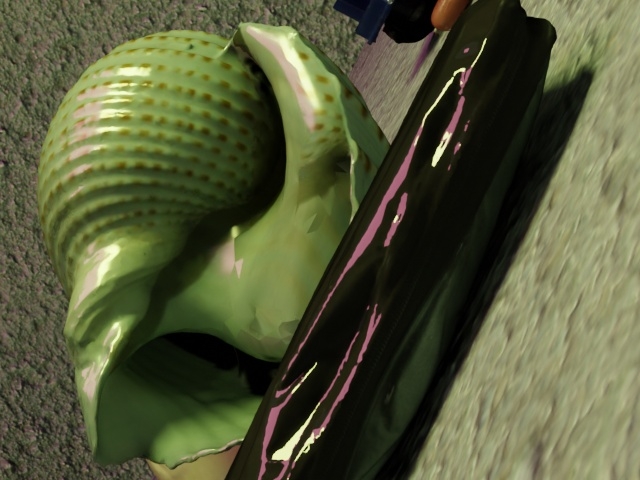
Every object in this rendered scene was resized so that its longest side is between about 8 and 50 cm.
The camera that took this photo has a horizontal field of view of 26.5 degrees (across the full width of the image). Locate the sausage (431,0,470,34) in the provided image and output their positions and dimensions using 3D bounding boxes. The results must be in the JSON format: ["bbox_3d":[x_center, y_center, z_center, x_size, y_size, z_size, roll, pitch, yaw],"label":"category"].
[{"bbox_3d":[0.159,-0.286,1.296,0.223,0.029,0.029,-61,5,35],"label":"sausage"}]

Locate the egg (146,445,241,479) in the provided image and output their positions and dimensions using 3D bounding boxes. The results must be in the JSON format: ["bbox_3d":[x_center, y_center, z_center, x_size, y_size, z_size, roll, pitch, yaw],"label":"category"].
[{"bbox_3d":[-0.097,0.108,1.189,0.286,0.174,0.264,-78,10,-57],"label":"egg"}]

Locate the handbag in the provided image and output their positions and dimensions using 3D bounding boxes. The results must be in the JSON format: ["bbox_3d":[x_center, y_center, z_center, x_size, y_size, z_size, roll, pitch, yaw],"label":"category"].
[{"bbox_3d":[0.030,0.032,0.719,0.191,0.075,0.332,170,124,-85],"label":"handbag"}]

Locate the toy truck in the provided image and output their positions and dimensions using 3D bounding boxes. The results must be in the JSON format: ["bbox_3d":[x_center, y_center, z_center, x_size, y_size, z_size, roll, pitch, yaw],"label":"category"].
[{"bbox_3d":[0.083,-0.334,1.508,0.161,0.177,0.213,124,170,-70],"label":"toy truck"}]

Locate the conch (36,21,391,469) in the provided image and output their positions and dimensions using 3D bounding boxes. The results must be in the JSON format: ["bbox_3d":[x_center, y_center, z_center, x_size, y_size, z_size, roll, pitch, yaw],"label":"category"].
[{"bbox_3d":[-0.062,0.002,0.990,0.215,0.303,0.319,9,-100,-55],"label":"conch"}]
